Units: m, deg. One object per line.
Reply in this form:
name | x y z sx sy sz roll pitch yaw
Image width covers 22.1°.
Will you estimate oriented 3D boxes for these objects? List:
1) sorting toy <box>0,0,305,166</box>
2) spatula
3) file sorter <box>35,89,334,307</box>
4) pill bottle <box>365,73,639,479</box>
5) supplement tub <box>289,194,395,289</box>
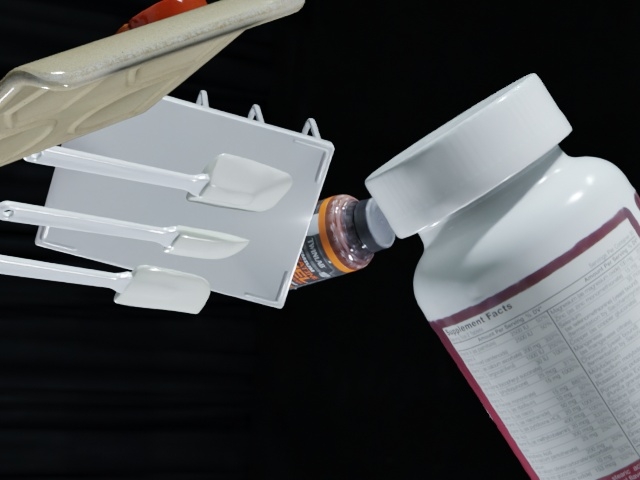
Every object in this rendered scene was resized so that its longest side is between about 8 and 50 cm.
sorting toy | -0.180 -0.082 0.985 0.229 0.307 0.041 -24 -89 49
spatula | -0.153 -0.014 1.274 0.168 0.242 0.019 -49 -133 32
file sorter | -0.153 -0.073 1.825 0.173 0.278 0.192 -109 -145 -71
pill bottle | 0.122 0.036 0.812 0.221 0.121 0.121 57 -38 -3
supplement tub | 0.000 0.000 2.191 0.198 0.106 0.106 -18 -111 32
